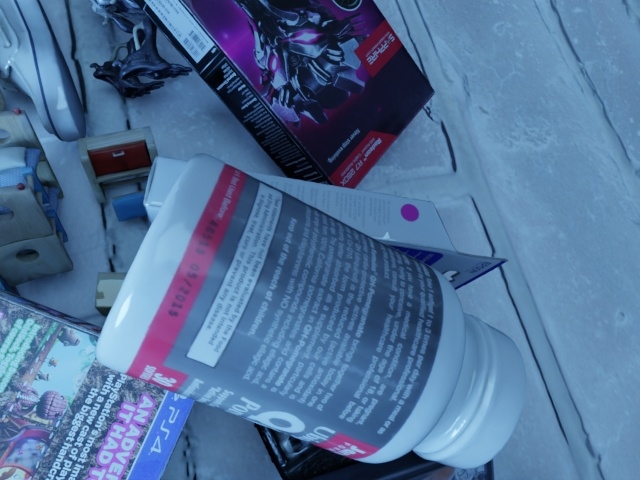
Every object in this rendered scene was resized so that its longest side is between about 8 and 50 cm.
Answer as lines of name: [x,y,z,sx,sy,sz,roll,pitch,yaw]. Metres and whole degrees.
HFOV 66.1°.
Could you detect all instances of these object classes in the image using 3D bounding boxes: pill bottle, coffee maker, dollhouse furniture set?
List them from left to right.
dollhouse furniture set: [-0.265,-0.062,0.533,0.183,0.129,0.129,-16,54,-17]
pill bottle: [0.004,0.075,0.412,0.318,0.176,0.176,26,67,-14]
coffee maker: [0.038,0.218,0.546,0.178,0.120,0.171,-27,105,-19]

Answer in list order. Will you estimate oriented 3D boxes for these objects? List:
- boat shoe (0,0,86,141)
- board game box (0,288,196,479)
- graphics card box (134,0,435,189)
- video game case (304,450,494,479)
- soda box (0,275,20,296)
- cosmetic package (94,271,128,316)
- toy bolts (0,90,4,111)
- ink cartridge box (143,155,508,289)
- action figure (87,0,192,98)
boat shoe: [-0.369,-0.227,0.608,0.088,0.096,0.268,-23,76,-15]
board game box: [-0.285,0.168,0.423,0.291,0.141,0.232,27,74,-14]
graphics card box: [-0.035,-0.252,0.619,0.371,0.094,0.233,49,66,-19]
video game case: [0.051,0.334,0.478,0.274,0.035,0.248,-11,102,-16]
soda box: [-0.391,0.021,0.534,0.063,0.058,0.183,-30,81,-21]
cosmetic package: [-0.192,0.063,0.565,0.115,0.060,0.041,1,71,-11]
toy bolts: [-0.502,-0.183,0.542,0.218,0.158,0.229,-17,114,16]
ink cartridge box: [0.000,0.000,0.567,0.370,0.176,0.069,11,68,-9]
action figure: [-0.248,-0.334,0.634,0.141,0.164,0.276,-15,93,-42]
